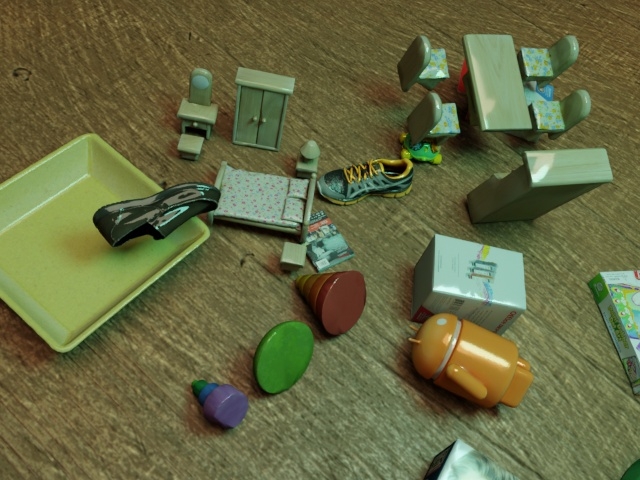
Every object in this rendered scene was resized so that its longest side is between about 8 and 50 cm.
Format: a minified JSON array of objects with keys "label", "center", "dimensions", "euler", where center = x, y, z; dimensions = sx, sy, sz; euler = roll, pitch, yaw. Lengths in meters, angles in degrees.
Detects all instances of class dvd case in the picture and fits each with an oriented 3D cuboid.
[{"label":"dvd case","center":[0.000,0.000,1.265],"dimensions":[0.087,0.013,0.119],"euler":[-25,64,-26]}]

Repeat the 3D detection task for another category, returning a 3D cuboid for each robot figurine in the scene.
[{"label":"robot figurine","center":[0.254,0.207,1.111],"dimensions":[0.219,0.128,0.158],"euler":[25,55,5]}]

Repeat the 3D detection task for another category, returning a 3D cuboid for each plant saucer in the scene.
[{"label":"plant saucer","center":[-0.424,0.003,1.131],"dimensions":[0.333,0.081,0.333],"euler":[38,57,14]}]

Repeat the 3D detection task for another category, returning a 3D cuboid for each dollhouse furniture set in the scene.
[{"label":"dollhouse furniture set","center":[0.397,-0.260,1.309],"dimensions":[0.362,0.256,0.394],"euler":[-4,77,-16]},{"label":"dollhouse furniture set","center":[-0.151,-0.150,1.223],"dimensions":[0.303,0.173,0.355],"euler":[10,51,-5]}]

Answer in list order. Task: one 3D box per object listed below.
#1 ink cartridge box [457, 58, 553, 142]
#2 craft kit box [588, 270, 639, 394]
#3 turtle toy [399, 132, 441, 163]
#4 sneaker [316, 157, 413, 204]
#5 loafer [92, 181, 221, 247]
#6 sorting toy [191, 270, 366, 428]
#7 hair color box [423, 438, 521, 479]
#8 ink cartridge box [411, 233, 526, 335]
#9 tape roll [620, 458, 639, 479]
[{"label":"ink cartridge box","center":[0.436,-0.341,1.548],"dimensions":[0.231,0.078,0.134],"euler":[19,55,0]},{"label":"craft kit box","center":[0.697,0.175,1.277],"dimensions":[0.250,0.061,0.246],"euler":[-2,60,-13]},{"label":"turtle toy","center":[0.230,-0.232,1.437],"dimensions":[0.095,0.066,0.130],"euler":[7,56,-8]},{"label":"sneaker","center":[0.096,-0.134,1.334],"dimensions":[0.215,0.083,0.084],"euler":[-9,61,-16]},{"label":"loafer","center":[-0.273,-0.037,1.103],"dimensions":[0.220,0.080,0.078],"euler":[-18,72,-17]},{"label":"sorting toy","center":[-0.080,0.164,1.105],"dimensions":[0.126,0.127,0.365],"euler":[23,52,40]},{"label":"hair color box","center":[0.185,0.487,0.923],"dimensions":[0.174,0.105,0.347],"euler":[32,55,9]},{"label":"ink cartridge box","center":[0.275,0.088,1.195],"dimensions":[0.176,0.128,0.127],"euler":[13,55,-5]},{"label":"tape roll","center":[0.644,0.493,1.037],"dimensions":[0.321,0.077,0.321],"euler":[6,56,-9]}]
